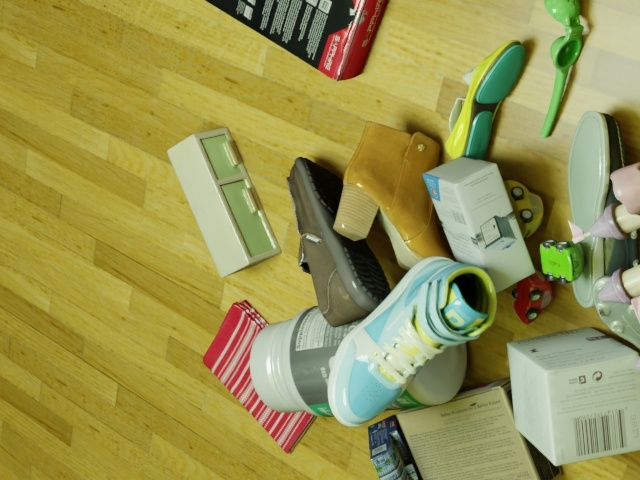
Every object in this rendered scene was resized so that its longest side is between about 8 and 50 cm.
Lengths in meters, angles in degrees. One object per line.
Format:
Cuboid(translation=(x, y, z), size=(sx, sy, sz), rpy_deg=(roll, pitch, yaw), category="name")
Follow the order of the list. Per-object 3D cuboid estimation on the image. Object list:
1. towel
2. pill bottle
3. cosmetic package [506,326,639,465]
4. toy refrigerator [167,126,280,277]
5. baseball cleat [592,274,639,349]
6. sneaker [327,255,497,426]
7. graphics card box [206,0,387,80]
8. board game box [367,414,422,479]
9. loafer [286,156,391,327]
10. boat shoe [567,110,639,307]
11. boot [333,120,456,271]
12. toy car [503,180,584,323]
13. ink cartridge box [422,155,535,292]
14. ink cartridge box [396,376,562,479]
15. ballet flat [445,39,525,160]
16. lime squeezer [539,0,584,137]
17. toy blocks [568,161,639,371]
Cuboid(translation=(-0.116, 0.274, 2.253), size=(0.275, 0.031, 0.199), rpy_deg=(45, 126, 19), category="towel")
Cuboid(translation=(0.061, 0.206, 1.987), size=(0.361, 0.204, 0.204), rpy_deg=(-14, 94, 40), category="pill bottle")
Cuboid(translation=(0.392, 0.235, 1.723), size=(0.183, 0.151, 0.152), rpy_deg=(-139, 40, -77), category="cosmetic package")
Cuboid(translation=(-0.183, -0.076, 2.161), size=(0.094, 0.102, 0.270), rpy_deg=(-27, 85, 39), category="toy refrigerator")
Cuboid(translation=(0.485, 0.116, 1.684), size=(0.072, 0.109, 0.206), rpy_deg=(-35, 104, 34), category="baseball cleat")
Cuboid(translation=(0.143, 0.150, 1.697), size=(0.127, 0.319, 0.208), rpy_deg=(39, 166, -14), category="sneaker")
Cuboid(translation=(-0.051, -0.466, 1.956), size=(0.371, 0.094, 0.233), rpy_deg=(34, 121, 25), category="graphics card box")
Cuboid(translation=(0.152, 0.435, 2.008), size=(0.060, 0.194, 0.194), rpy_deg=(-26, 97, 5), category="board game box")
Cuboid(translation=(0.000, 0.000, 1.934), size=(0.130, 0.133, 0.366), rpy_deg=(-43, 42, 23), category="loafer")
Cuboid(translation=(0.438, -0.049, 1.703), size=(0.114, 0.091, 0.303), rpy_deg=(-132, 39, -68), category="boat shoe")
Cuboid(translation=(0.171, -0.061, 1.881), size=(0.104, 0.295, 0.211), rpy_deg=(-7, 58, 65), category="boot")
Cuboid(translation=(0.357, 0.025, 1.747), size=(0.225, 0.053, 0.239), rpy_deg=(-158, 58, -74), category="toy car")
Cuboid(translation=(0.249, -0.028, 1.769), size=(0.191, 0.082, 0.139), rpy_deg=(66, 170, -16), category="ink cartridge box")
Cuboid(translation=(0.273, 0.353, 1.939), size=(0.234, 0.088, 0.193), rpy_deg=(-21, 88, 40), category="ink cartridge box")
Cuboid(translation=(0.254, -0.228, 1.805), size=(0.077, 0.077, 0.231), rpy_deg=(45, 129, 40), category="ballet flat")
Cuboid(translation=(0.351, -0.313, 1.714), size=(0.110, 0.059, 0.310), rpy_deg=(-6, 100, 38), category="lime squeezer")
Cuboid(translation=(0.505, 0.051, 1.542), size=(0.260, 0.309, 0.289), rpy_deg=(-31, 67, 36), category="toy blocks")
